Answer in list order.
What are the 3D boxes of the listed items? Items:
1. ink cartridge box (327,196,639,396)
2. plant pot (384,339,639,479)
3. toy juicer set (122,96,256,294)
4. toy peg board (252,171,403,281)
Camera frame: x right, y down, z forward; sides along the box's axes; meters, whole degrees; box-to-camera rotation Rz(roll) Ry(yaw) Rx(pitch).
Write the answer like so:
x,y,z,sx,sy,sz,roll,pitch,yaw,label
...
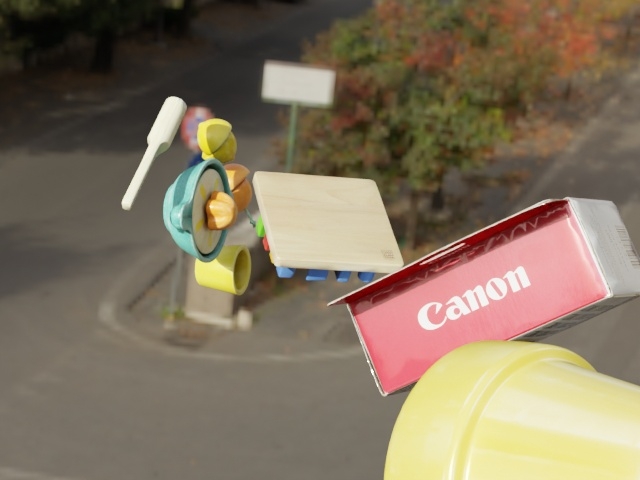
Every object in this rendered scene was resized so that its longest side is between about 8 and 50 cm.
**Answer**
x,y,z,sx,sy,sz,roll,pitch,yaw,label
0.204,0.069,1.718,0.309,0.130,0.272,-27,-12,24,ink cartridge box
0.225,0.217,1.238,0.254,0.254,0.239,-12,8,-42,plant pot
-0.143,-0.073,1.858,0.090,0.209,0.329,4,-20,19,toy juicer set
0.000,0.000,1.773,0.161,0.079,0.160,3,42,-19,toy peg board
